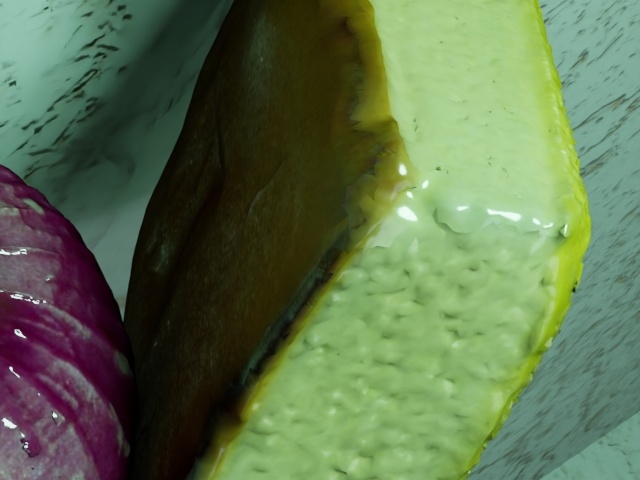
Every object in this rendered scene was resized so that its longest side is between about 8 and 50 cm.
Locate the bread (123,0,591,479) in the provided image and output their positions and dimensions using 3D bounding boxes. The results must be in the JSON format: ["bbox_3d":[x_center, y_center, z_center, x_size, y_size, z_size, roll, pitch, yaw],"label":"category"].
[{"bbox_3d":[0.000,0.000,0.957,0.143,0.333,0.323,16,124,-15],"label":"bread"}]

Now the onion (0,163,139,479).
[{"bbox_3d":[-0.199,0.078,0.886,0.230,0.256,0.272,-9,169,-31],"label":"onion"}]
